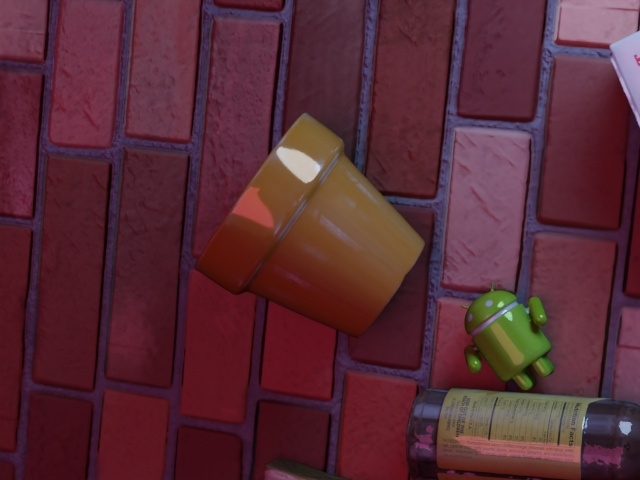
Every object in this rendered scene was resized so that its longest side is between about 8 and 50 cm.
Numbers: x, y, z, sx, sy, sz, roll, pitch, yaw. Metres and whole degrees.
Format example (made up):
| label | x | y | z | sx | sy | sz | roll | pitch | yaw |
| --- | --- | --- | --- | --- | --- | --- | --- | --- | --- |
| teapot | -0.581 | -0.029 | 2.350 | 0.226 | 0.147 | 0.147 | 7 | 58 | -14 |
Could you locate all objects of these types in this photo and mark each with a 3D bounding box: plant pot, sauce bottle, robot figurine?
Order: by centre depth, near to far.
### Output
| label | x | y | z | sx | sy | sz | roll | pitch | yaw |
| --- | --- | --- | --- | --- | --- | --- | --- | --- | --- |
| sauce bottle | 0.265 | 0.216 | 1.645 | 0.344 | 0.111 | 0.111 | 4 | 95 | 19 |
| robot figurine | 0.198 | 0.103 | 1.685 | 0.101 | 0.067 | 0.115 | -38 | 80 | 16 |
| plant pot | 0.000 | 0.000 | 1.696 | 0.188 | 0.205 | 0.205 | 36 | 105 | 0 |

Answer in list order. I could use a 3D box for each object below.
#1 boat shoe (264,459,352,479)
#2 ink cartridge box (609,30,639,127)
| label | x | y | z | sx | sy | sz | roll | pitch | yaw |
| --- | --- | --- | --- | --- | --- | --- | --- | --- | --- |
| boat shoe | 0.010 | 0.297 | 1.774 | 0.170 | 0.063 | 0.059 | 18 | 102 | 28 |
| ink cartridge box | 0.429 | -0.161 | 1.564 | 0.237 | 0.100 | 0.172 | -25 | 85 | 19 |
